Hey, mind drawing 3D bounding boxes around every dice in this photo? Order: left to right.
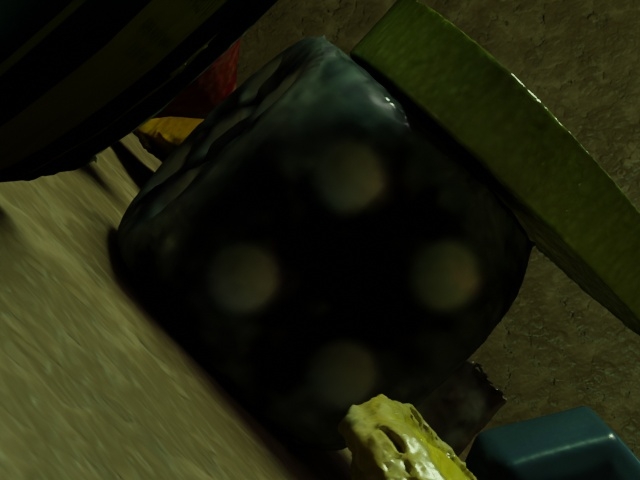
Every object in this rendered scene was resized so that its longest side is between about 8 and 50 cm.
[{"bbox_3d":[0.000,0.000,0.883,0.182,0.183,0.181,45,4,-13],"label":"dice"}]

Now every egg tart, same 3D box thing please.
[{"bbox_3d":[0.063,0.155,0.640,0.191,0.074,0.191,48,2,-2],"label":"egg tart"}]

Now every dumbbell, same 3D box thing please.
[{"bbox_3d":[0.194,0.231,0.955,0.325,0.160,0.144,-126,-157,-67],"label":"dumbbell"}]

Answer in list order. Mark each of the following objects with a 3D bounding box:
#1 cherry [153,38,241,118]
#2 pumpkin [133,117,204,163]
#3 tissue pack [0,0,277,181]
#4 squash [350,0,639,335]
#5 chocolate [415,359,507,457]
[{"bbox_3d":[-0.163,-0.204,1.029,0.300,0.203,0.230,53,-39,-4],"label":"cherry"},{"bbox_3d":[-0.093,-0.058,1.373,0.258,0.095,0.290,52,-1,42],"label":"pumpkin"},{"bbox_3d":[-0.130,-0.171,0.481,0.264,0.253,0.416,47,3,-2],"label":"tissue pack"},{"bbox_3d":[0.117,-0.040,0.897,0.252,0.049,0.252,45,0,0],"label":"squash"},{"bbox_3d":[0.012,0.058,1.192,0.321,0.112,0.112,45,-6,-35],"label":"chocolate"}]
